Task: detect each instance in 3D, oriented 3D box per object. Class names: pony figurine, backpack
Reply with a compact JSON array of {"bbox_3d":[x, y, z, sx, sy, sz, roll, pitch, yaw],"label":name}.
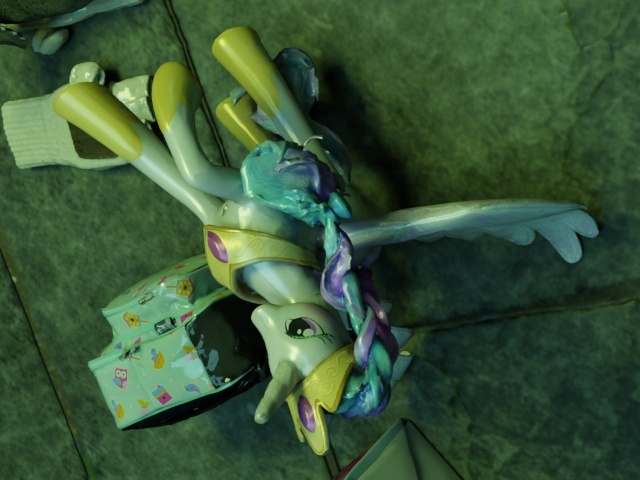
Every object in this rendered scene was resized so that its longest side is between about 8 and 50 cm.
[{"bbox_3d":[0.000,0.000,1.090,0.303,0.351,0.363,-48,63,31],"label":"pony figurine"},{"bbox_3d":[-0.128,0.097,1.274,0.188,0.166,0.144,-35,88,32],"label":"backpack"}]

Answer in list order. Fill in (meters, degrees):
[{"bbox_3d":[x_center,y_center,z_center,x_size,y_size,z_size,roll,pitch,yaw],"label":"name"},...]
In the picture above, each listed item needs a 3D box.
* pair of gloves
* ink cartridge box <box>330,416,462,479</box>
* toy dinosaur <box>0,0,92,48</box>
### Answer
[{"bbox_3d":[-0.253,-0.181,1.313,0.204,0.042,0.240,3,110,30],"label":"pair of gloves"},{"bbox_3d":[0.027,0.402,1.319,0.270,0.151,0.395,48,127,6],"label":"ink cartridge box"},{"bbox_3d":[-0.260,-0.261,1.223,0.313,0.121,0.160,-26,117,18],"label":"toy dinosaur"}]
